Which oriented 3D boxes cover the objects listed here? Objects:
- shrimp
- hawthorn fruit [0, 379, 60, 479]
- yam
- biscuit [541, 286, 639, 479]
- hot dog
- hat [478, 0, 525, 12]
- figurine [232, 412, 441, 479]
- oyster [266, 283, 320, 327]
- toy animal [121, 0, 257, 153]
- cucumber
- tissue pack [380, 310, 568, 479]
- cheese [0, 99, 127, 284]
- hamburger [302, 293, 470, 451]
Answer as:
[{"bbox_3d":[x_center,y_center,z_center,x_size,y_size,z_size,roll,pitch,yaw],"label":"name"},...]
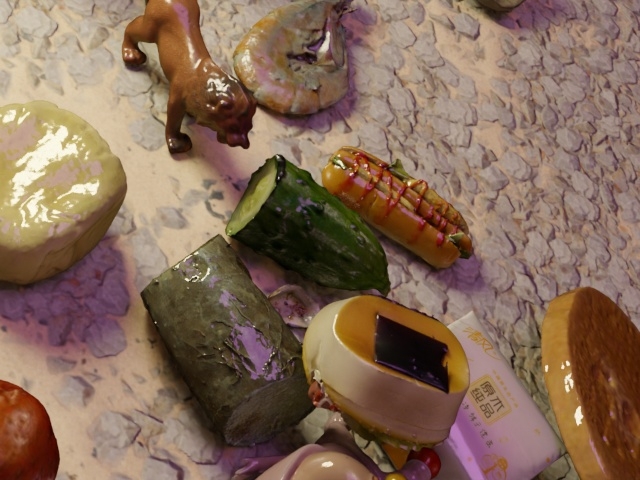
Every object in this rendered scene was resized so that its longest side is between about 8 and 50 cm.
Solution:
[{"bbox_3d":[-0.005,-0.288,2.188,0.164,0.062,0.317,46,51,-4],"label":"shrimp"},{"bbox_3d":[-0.349,0.219,1.544,0.179,0.179,0.200,51,37,6],"label":"hawthorn fruit"},{"bbox_3d":[-0.111,0.119,1.790,0.154,0.154,0.254,-24,77,-41],"label":"yam"},{"bbox_3d":[0.420,0.253,2.047,0.365,0.062,0.385,42,33,-25],"label":"biscuit"},{"bbox_3d":[0.118,-0.051,2.100,0.250,0.076,0.104,33,47,-8],"label":"hot dog"},{"bbox_3d":[0.255,-0.462,2.486,0.166,0.144,0.173,-16,27,-38],"label":"hat"},{"bbox_3d":[0.016,0.287,1.739,0.176,0.186,0.287,55,39,4],"label":"figurine"},{"bbox_3d":[-0.042,0.083,1.933,0.093,0.034,0.051,31,63,-28],"label":"oyster"},{"bbox_3d":[-0.173,-0.239,1.976,0.097,0.157,0.312,-11,69,-39],"label":"toy animal"},{"bbox_3d":[0.002,-0.001,1.963,0.244,0.134,0.134,35,47,-19],"label":"cucumber"},{"bbox_3d":[0.175,0.233,1.914,0.185,0.124,0.225,-24,76,-44],"label":"tissue pack"},{"bbox_3d":[-0.352,-0.065,1.771,0.214,0.117,0.226,45,51,8],"label":"cheese"},{"bbox_3d":[0.076,0.155,1.753,0.210,0.116,0.173,21,44,-22],"label":"hamburger"}]
